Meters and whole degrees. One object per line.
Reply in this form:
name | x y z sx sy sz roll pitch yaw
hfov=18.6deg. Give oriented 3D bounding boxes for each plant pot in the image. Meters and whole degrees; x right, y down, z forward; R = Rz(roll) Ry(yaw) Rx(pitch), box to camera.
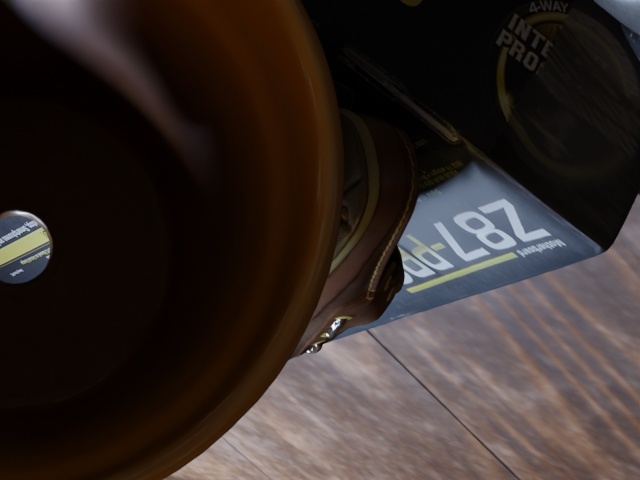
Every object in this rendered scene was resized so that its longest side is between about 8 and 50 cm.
plant pot | -0.105 -0.008 0.636 0.205 0.205 0.188 29 169 -2

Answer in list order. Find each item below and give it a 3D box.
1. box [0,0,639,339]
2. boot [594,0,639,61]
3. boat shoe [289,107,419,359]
box | -0.093 -0.077 0.805 0.318 0.097 0.395 38 153 -16
boot | 0.139 -0.132 0.416 0.338 0.118 0.222 -13 133 46
boat shoe | 0.000 0.001 0.695 0.060 0.064 0.178 -1 159 -21
